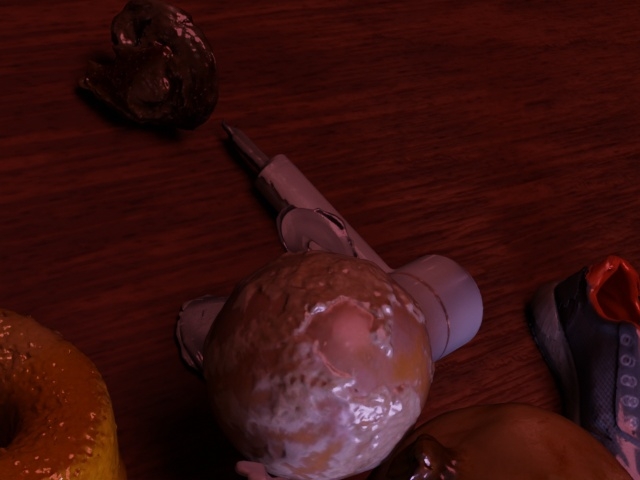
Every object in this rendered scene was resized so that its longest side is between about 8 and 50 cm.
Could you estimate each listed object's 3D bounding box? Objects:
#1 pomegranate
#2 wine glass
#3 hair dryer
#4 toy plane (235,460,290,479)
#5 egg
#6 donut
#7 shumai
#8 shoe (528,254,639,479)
[{"bbox_3d":[0.162,0.295,1.467,0.307,0.307,0.307,23,43,-24],"label":"pomegranate"},{"bbox_3d":[-0.046,0.053,1.582,0.122,0.183,0.122,26,40,-24],"label":"wine glass"},{"bbox_3d":[0.000,0.000,1.759,0.357,0.107,0.173,46,37,17],"label":"hair dryer"},{"bbox_3d":[-0.030,0.298,1.368,0.118,0.252,0.252,-12,59,-9],"label":"toy plane"},{"bbox_3d":[-0.004,0.114,1.429,0.203,0.245,0.203,5,63,-9],"label":"egg"},{"bbox_3d":[-0.290,0.153,1.263,0.303,0.110,0.303,10,36,-7],"label":"donut"},{"bbox_3d":[-0.171,-0.172,1.729,0.139,0.123,0.105,43,48,-24],"label":"shumai"},{"bbox_3d":[0.357,0.156,1.850,0.132,0.171,0.336,13,48,-34],"label":"shoe"}]
